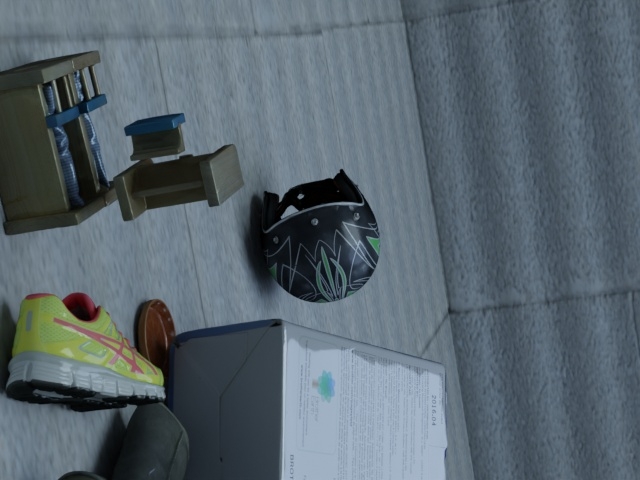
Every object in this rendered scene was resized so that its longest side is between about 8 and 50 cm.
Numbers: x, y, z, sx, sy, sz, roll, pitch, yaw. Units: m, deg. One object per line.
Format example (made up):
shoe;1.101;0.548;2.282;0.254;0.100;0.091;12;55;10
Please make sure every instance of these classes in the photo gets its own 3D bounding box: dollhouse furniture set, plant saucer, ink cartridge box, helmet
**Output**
dollhouse furniture set;-0.165;-0.092;1.133;0.129;0.183;0.129;-52;132;-70
plant saucer;-0.165;0.101;1.374;0.083;0.013;0.083;-8;90;-75
ink cartridge box;0.013;0.251;1.467;0.395;0.151;0.270;19;68;-52
helmet;0.000;0.000;1.765;0.161;0.169;0.169;-106;177;-50

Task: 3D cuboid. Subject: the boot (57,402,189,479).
boot;-0.167;0.210;1.191;0.208;0.076;0.189;-66;161;-51

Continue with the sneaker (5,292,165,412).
sneaker;-0.190;0.092;1.152;0.208;0.081;0.094;38;44;-69
